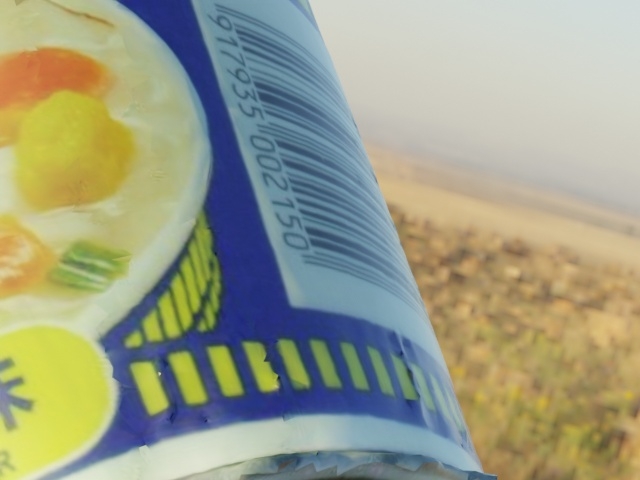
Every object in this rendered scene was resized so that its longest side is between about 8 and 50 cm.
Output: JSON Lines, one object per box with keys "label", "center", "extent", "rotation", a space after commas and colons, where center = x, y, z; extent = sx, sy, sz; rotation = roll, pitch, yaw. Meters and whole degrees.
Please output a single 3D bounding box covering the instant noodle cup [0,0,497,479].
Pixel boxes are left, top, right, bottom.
{"label": "instant noodle cup", "center": [-0.091, 0.004, 0.601], "extent": [0.284, 0.284, 0.312], "rotation": [11, 40, -42]}
